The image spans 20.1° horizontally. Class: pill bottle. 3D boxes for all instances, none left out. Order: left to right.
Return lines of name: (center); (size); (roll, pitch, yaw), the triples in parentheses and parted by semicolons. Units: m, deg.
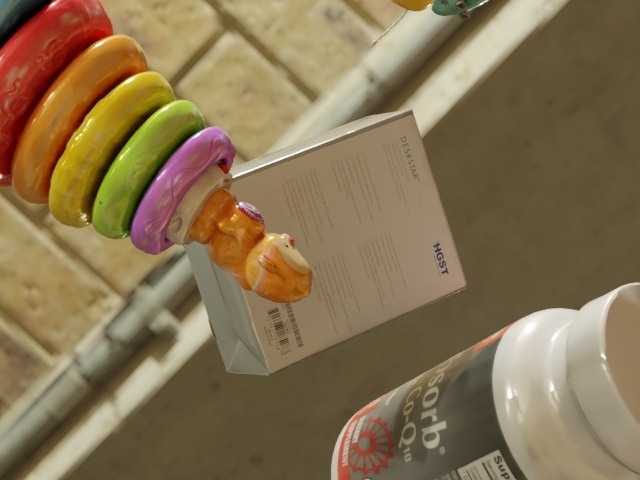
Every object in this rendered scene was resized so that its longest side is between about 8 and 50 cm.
pill bottle: (0.194, 0.188, 1.688); (0.210, 0.363, 0.210); (23, 51, -31)

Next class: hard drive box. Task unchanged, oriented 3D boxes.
hard drive box: (0.000, 0.000, 1.672); (0.089, 0.232, 0.181); (-4, -75, 60)

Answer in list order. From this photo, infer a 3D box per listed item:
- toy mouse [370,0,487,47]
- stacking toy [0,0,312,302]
toy mouse: (0.120, -0.225, 1.432); (0.143, 0.161, 0.031); (-18, 49, -37)
stacking toy: (-0.128, -0.051, 1.299); (0.302, 0.166, 0.175); (35, 3, 10)
